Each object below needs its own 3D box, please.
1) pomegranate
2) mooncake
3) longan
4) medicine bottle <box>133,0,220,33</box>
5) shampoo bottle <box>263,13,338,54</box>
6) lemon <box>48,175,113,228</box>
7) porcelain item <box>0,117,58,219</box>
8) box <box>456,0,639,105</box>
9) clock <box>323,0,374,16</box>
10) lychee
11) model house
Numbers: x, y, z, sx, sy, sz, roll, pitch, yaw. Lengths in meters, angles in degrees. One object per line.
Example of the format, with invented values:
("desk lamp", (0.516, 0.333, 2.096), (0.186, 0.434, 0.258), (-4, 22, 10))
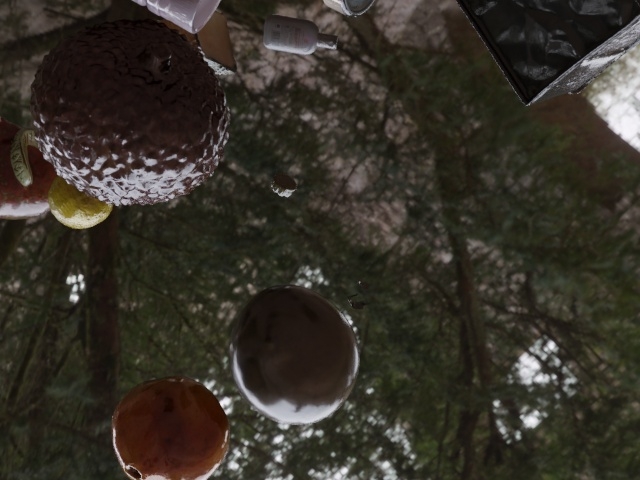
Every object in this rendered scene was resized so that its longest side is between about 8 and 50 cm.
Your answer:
("pomegranate", (-0.258, 0.330, 1.419), (0.209, 0.209, 0.209), (17, -136, -17))
("mooncake", (0.006, -0.005, 1.850), (0.150, 0.057, 0.347), (-11, -108, -34))
("longan", (-0.051, 0.215, 1.530), (0.257, 0.258, 0.258), (17, -136, -17))
("medicine bottle", (-0.259, -0.414, 1.176), (0.249, 0.133, 0.133), (29, -138, -2))
("shampoo bottle", (-0.044, -0.456, 1.844), (0.165, 0.080, 0.040), (9, -149, 2))
("lemon", (-0.411, -0.075, 1.420), (0.109, 0.133, 0.109), (16, -115, -36))
("porcelain item", (-0.666, -0.172, 1.774), (0.252, 0.253, 0.253), (17, -136, -17))
("box", (0.388, -0.442, 1.366), (0.204, 0.251, 0.345), (-23, -101, -45))
("clock", (0.072, -0.529, 1.648), (0.063, 0.156, 0.229), (32, -149, 20))
("lychee", (-0.244, -0.159, 1.062), (0.260, 0.261, 0.261), (17, -136, -17))
("model house", (-0.334, -0.484, 2.061), (0.183, 0.172, 0.167), (8, -111, -66))
